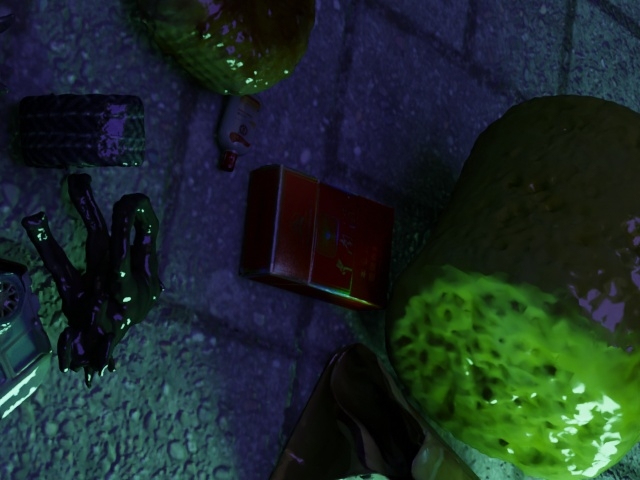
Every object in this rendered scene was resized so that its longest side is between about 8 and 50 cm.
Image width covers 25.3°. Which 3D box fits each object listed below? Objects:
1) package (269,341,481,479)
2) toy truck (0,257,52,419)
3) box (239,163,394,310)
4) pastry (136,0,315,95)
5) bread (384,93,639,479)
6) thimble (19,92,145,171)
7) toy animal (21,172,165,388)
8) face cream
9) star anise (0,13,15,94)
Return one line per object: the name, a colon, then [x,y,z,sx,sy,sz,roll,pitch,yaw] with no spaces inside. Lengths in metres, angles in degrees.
package: [0.117,0.277,1.439,0.311,0.165,0.221,53,51,-31]
toy truck: [-0.308,0.126,1.039,0.256,0.108,0.140,-44,130,-39]
box: [0.001,0.000,1.429,0.175,0.048,0.112,18,73,-45]
pastry: [-0.083,-0.236,1.332,0.192,0.093,0.182,39,55,-35]
bread: [0.247,0.050,1.485,0.308,0.348,0.348,-43,116,-38]
thimble: [-0.197,-0.091,1.181,0.095,0.104,0.066,-3,94,-36]
toy animal: [-0.181,0.033,1.168,0.233,0.084,0.148,-74,163,-75]
face cream: [-0.080,-0.106,1.373,0.040,0.021,0.083,30,64,-39]
star anise: [-0.324,-0.144,1.080,0.180,0.061,0.205,1,82,-40]
